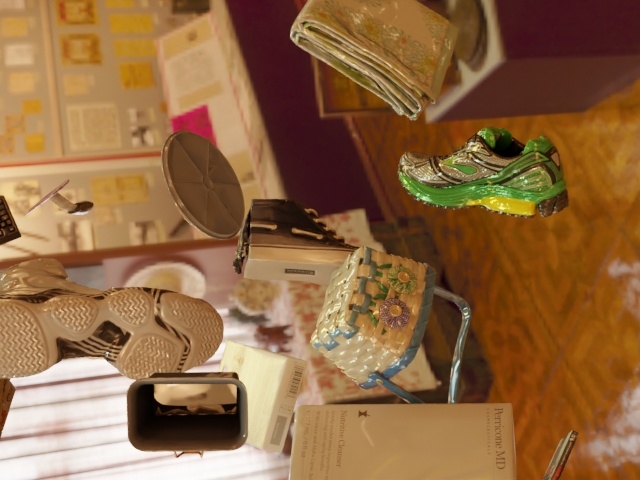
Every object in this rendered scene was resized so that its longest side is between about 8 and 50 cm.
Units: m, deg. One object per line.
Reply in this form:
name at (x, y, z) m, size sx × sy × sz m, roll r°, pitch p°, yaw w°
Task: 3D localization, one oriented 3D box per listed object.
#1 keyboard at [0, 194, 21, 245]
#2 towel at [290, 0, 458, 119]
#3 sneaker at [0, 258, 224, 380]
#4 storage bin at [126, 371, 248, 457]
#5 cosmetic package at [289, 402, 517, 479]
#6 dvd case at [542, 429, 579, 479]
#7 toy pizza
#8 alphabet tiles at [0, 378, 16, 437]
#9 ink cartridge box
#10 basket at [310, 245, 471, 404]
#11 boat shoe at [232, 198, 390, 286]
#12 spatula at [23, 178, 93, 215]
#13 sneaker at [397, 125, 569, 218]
keyboard at (-0.566, 0.005, 1.441) m, size 0.108 × 0.180 × 0.023 m, roll 65°, pitch 165°, yaw 5°
towel at (0.122, -0.435, 1.907) m, size 0.090 × 0.320 × 0.374 m, roll -50°, pitch 11°, yaw 38°
sneaker at (-0.336, 0.105, 1.343) m, size 0.210 × 0.365 × 0.138 m, roll -141°, pitch 55°, yaw -62°
storage bin at (-0.149, 0.196, 1.065) m, size 0.091 × 0.135 × 0.098 m, roll -99°, pitch 9°, yaw -84°
cosmetic package at (0.148, 0.409, 1.593) m, size 0.156 × 0.384 × 0.217 m, roll 73°, pitch -164°, yaw -45°
dvd case at (0.351, 0.346, 1.375) m, size 0.119 × 0.013 × 0.087 m, roll -61°, pitch -12°, yaw -18°
toy pizza at (-0.202, -0.091, 1.547) m, size 0.032 × 0.201 × 0.201 m, roll -26°, pitch 63°, yaw 28°
alphabet tiles at (-0.799, 0.407, 2.177) m, size 0.285 × 0.011 × 0.343 m, roll 92°, pitch -174°, yaw -60°
ink cartridge box at (-0.131, 0.302, 1.805) m, size 0.224 × 0.056 × 0.181 m, roll 5°, pitch 77°, yaw 54°
basket at (0.144, 0.165, 1.679) m, size 0.201 × 0.289 × 0.255 m, roll -35°, pitch 32°, yaw 47°
boat shoe at (0.000, 0.000, 1.839) m, size 0.127 × 0.340 × 0.158 m, roll 113°, pitch 162°, yaw -59°
spatula at (-0.424, -0.061, 1.525) m, size 0.030 × 0.084 × 0.296 m, roll 52°, pitch 179°, yaw 3°
sneaker at (0.282, -0.136, 1.622) m, size 0.343 × 0.134 × 0.146 m, roll 8°, pitch 113°, yaw 43°
